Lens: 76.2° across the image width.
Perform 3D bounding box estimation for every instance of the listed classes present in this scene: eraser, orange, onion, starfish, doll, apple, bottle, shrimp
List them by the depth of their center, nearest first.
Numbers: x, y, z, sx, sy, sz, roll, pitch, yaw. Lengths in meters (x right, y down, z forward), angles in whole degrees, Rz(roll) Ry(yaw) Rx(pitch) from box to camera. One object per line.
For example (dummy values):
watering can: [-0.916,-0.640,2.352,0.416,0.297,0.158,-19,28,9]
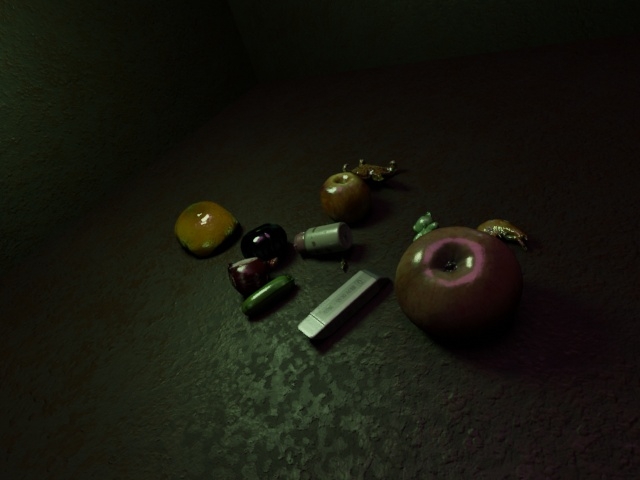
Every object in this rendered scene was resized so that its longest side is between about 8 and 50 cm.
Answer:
apple: [0.374,0.107,1.139,0.345,0.269,0.344,-13,38,10]
eraser: [0.082,0.202,1.334,0.352,0.061,0.089,-39,40,-22]
shrimp: [0.605,-0.007,1.368,0.132,0.051,0.187,-51,37,-8]
doll: [0.390,-0.022,1.474,0.115,0.077,0.150,-44,35,36]
onion: [-0.240,0.132,1.526,0.198,0.135,0.173,-12,13,-13]
bottle: [0.000,0.000,1.577,0.233,0.110,0.110,-10,36,34]
apple: [0.106,-0.177,1.697,0.211,0.188,0.211,-10,38,8]
starfish: [0.197,-0.309,1.855,0.312,0.113,0.303,-2,15,35]
orange: [-0.544,-0.064,1.897,0.334,0.196,0.262,31,73,39]

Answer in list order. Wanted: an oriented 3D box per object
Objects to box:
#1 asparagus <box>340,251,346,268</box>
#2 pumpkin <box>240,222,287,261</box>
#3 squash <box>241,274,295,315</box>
asparagus: [0.084,0.036,1.575,0.023,0.022,0.233,14,35,-10]
pumpkin: [-0.228,0.014,1.654,0.202,0.140,0.202,-21,15,6]
squash: [-0.185,0.193,1.462,0.219,0.077,0.068,-32,46,-19]
